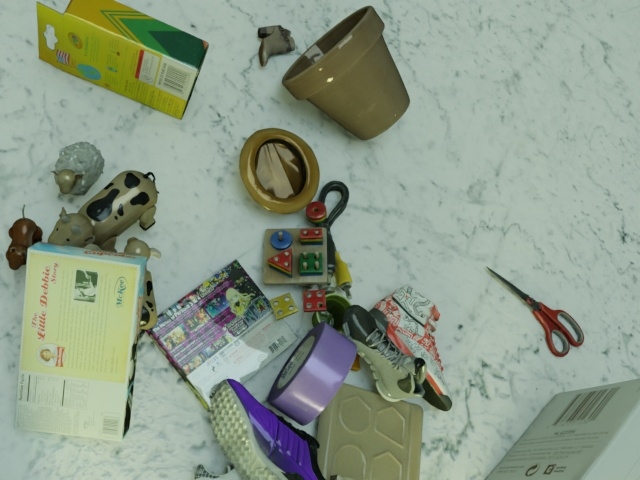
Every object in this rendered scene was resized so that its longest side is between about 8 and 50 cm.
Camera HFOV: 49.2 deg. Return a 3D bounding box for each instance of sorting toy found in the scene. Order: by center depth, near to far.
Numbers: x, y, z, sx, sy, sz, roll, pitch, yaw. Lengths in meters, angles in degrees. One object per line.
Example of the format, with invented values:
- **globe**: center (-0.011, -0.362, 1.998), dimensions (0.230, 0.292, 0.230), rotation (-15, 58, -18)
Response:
- **sorting toy**: center (0.103, 0.371, 1.443), dimensions (0.229, 0.041, 0.307), rotation (18, 60, -17)
- **sorting toy**: center (-0.052, 0.031, 1.448), dimensions (0.132, 0.046, 0.275), rotation (-1, 58, 1)

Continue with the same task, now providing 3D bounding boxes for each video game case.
- **video game case**: center (-0.194, 0.184, 1.387), dimensions (0.232, 0.042, 0.210), rotation (-38, 88, -27)

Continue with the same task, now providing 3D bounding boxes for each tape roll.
- **tape roll**: center (-0.016, 0.255, 1.349), dimensions (0.080, 0.189, 0.189), rotation (36, 63, -7)

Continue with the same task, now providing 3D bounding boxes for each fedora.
- **fedora**: center (-0.096, -0.145, 1.520), dimensions (0.194, 0.079, 0.194), rotation (5, 76, -22)

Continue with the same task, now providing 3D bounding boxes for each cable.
- **cable**: center (0.000, 0.000, 1.536), dimensions (0.139, 0.072, 0.287), rotation (2, 58, -3)

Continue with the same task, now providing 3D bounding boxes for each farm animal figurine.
- **farm animal figurine**: center (-0.399, -0.006, 1.281), dimensions (0.330, 0.172, 0.327), rotation (28, 63, -2)

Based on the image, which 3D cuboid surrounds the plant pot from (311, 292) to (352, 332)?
- **plant pot**: center (0.018, 0.159, 1.456), dimensions (0.083, 0.079, 0.083), rotation (6, 70, -19)

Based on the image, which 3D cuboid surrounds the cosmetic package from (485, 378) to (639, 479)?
- **cosmetic package**: center (0.621, 0.540, 1.414), dimensions (0.327, 0.329, 0.394), rotation (-38, 87, -28)

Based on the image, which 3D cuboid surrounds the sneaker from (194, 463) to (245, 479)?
- **sneaker**: center (-0.118, 0.459, 1.301), dimensions (0.235, 0.090, 0.095), rotation (6, 59, -21)

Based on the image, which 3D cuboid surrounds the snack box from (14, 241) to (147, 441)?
- **snack box**: center (-0.408, 0.174, 1.191), dimensions (0.187, 0.060, 0.322), rotation (8, 101, -3)

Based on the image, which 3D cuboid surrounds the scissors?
- **scissors**: center (0.520, 0.152, 1.688), dimensions (0.109, 0.021, 0.297), rotation (-38, 87, -25)

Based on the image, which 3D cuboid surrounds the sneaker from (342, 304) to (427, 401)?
- **sneaker**: center (0.144, 0.220, 1.395), dimensions (0.086, 0.132, 0.229), rotation (-41, 107, -36)

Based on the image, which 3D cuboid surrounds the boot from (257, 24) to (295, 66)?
- **boot**: center (-0.102, -0.458, 1.649), dimensions (0.087, 0.042, 0.118), rotation (3, 71, -22)

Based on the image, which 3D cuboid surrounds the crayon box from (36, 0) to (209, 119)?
- **crayon box**: center (-0.403, -0.382, 1.417), dimensions (0.318, 0.202, 0.081), rotation (21, 65, -14)

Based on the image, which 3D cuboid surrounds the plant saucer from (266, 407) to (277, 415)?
- **plant saucer**: center (-0.119, 0.368, 1.368), dimensions (0.083, 0.013, 0.084), rotation (7, 69, -19)

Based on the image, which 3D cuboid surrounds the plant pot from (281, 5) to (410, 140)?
- **plant pot**: center (0.080, -0.360, 1.593), dimensions (0.229, 0.263, 0.263), rotation (47, 61, -21)

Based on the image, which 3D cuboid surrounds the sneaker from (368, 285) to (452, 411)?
- **sneaker**: center (0.226, 0.224, 1.508), dimensions (0.145, 0.090, 0.270), rotation (-38, 85, -25)

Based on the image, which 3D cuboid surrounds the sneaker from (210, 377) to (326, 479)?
- **sneaker**: center (-0.084, 0.376, 1.290), dimensions (0.146, 0.102, 0.293), rotation (-12, 59, -47)

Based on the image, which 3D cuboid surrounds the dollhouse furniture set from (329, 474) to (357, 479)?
- **dollhouse furniture set**: center (0.047, 0.550, 1.304), dimensions (0.129, 0.129, 0.184), rotation (21, 63, -13)
